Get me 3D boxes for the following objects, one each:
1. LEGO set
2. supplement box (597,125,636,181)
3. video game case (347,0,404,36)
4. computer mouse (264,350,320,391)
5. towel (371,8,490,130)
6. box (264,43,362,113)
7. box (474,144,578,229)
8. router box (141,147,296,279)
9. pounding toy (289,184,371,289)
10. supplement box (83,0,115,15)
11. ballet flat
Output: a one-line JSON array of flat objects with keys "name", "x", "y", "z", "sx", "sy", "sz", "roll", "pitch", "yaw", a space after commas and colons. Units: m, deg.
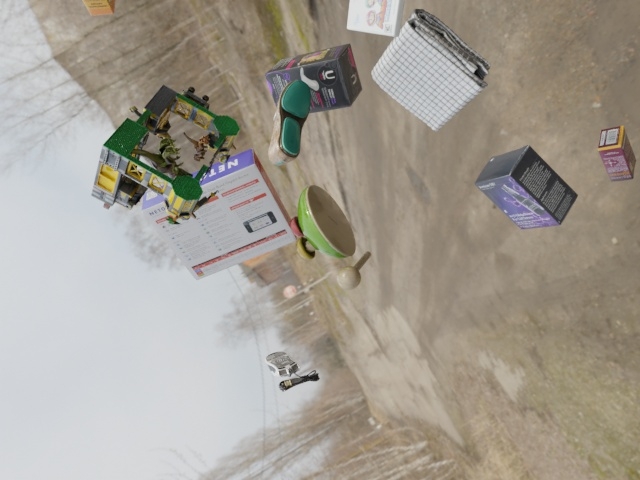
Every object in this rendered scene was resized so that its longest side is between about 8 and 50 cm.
[{"name": "LEGO set", "x": -0.336, "y": -0.163, "z": 1.137, "sx": 0.254, "sy": 0.192, "sz": 0.332, "roll": 23, "pitch": -131, "yaw": -16}, {"name": "supplement box", "x": 1.117, "y": -0.324, "z": 1.970, "sx": 0.080, "sy": 0.104, "sz": 0.188, "roll": -4, "pitch": 140, "yaw": 44}, {"name": "video game case", "x": 0.106, "y": -0.470, "z": 0.975, "sx": 0.143, "sy": 0.019, "sz": 0.157, "roll": 34, "pitch": 126, "yaw": 46}, {"name": "computer mouse", "x": -0.088, "y": 0.348, "z": 1.396, "sx": 0.193, "sy": 0.105, "sz": 0.042, "roll": 19, "pitch": 123, "yaw": 62}, {"name": "towel", "x": 0.318, "y": -0.488, "z": 1.505, "sx": 0.283, "sy": 0.121, "sz": 0.235, "roll": 36, "pitch": 147, "yaw": -6}, {"name": "box", "x": -0.020, "y": -0.526, "z": 1.737, "sx": 0.143, "sy": 0.270, "sz": 0.165, "roll": -60, "pitch": -40, "yaw": -46}, {"name": "box", "x": 0.548, "y": -0.137, "z": 1.404, "sx": 0.207, "sy": 0.108, "sz": 0.153, "roll": 39, "pitch": 166, "yaw": -12}, {"name": "router box", "x": -0.275, "y": -0.064, "z": 1.482, "sx": 0.082, "sy": 0.335, "sz": 0.301, "roll": -105, "pitch": -8, "yaw": -48}, {"name": "pounding toy", "x": 0.000, "y": 0.000, "z": 1.190, "sx": 0.237, "sy": 0.110, "sz": 0.183, "roll": 55, "pitch": -157, "yaw": -11}, {"name": "supplement box", "x": -0.658, "y": -0.751, "z": 1.472, "sx": 0.233, "sy": 0.077, "sz": 0.080, "roll": 84, "pitch": -178, "yaw": -66}, {"name": "ballet flat", "x": -0.104, "y": -0.355, "z": 1.585, "sx": 0.107, "sy": 0.106, "sz": 0.316, "roll": 29, "pitch": -128, "yaw": -24}]
